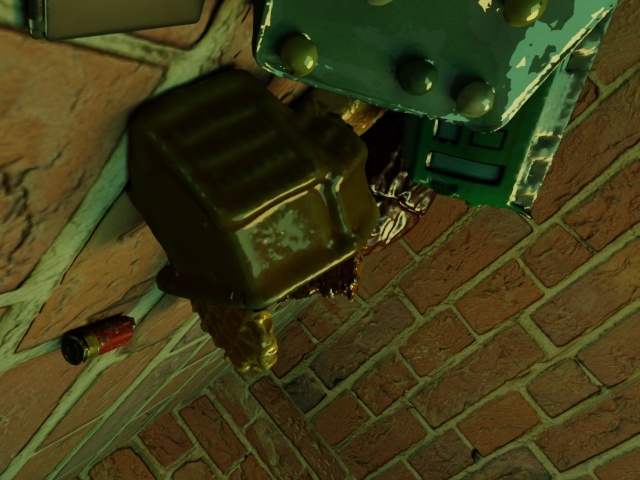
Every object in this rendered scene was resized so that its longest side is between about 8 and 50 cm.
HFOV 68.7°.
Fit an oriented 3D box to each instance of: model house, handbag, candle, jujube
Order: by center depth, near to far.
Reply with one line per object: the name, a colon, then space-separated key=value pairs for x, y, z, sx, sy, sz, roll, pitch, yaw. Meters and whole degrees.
handbag: x=0.095 y=-0.202 z=0.336 sx=0.269 sy=0.100 sz=0.274 roll=11 pitch=149 yaw=-19
model house: x=-0.074 y=-0.068 z=0.522 sx=0.268 sy=0.173 sz=0.239 roll=-33 pitch=125 yaw=-26
candle: x=-0.347 y=0.156 z=0.756 sx=0.052 sy=0.052 sz=0.131 roll=-45 pitch=170 yaw=21
jujube: x=0.109 y=-0.139 z=0.804 sx=0.342 sy=0.216 sz=0.216 roll=-50 pitch=170 yaw=2

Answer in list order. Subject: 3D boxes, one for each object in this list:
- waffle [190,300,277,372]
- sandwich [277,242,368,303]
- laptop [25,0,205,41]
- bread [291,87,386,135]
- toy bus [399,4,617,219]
waffle: x=-0.165 y=0.103 z=0.818 sx=0.065 sy=0.283 sz=0.310 roll=-28 pitch=-152 yaw=-33
sandwich: x=-0.005 y=-0.008 z=0.677 sx=0.079 sy=0.159 sz=0.234 roll=10 pitch=92 yaw=-73
laptop: x=-0.102 y=-0.197 z=0.263 sx=0.129 sy=0.016 sz=0.180 roll=-32 pitch=167 yaw=-41
bread: x=0.037 y=-0.188 z=0.665 sx=0.188 sy=0.068 sz=0.125 roll=-42 pitch=170 yaw=3
toy bus: x=0.209 y=-0.207 z=0.571 sx=0.183 sy=0.200 sz=0.343 roll=-71 pitch=167 yaw=-47
